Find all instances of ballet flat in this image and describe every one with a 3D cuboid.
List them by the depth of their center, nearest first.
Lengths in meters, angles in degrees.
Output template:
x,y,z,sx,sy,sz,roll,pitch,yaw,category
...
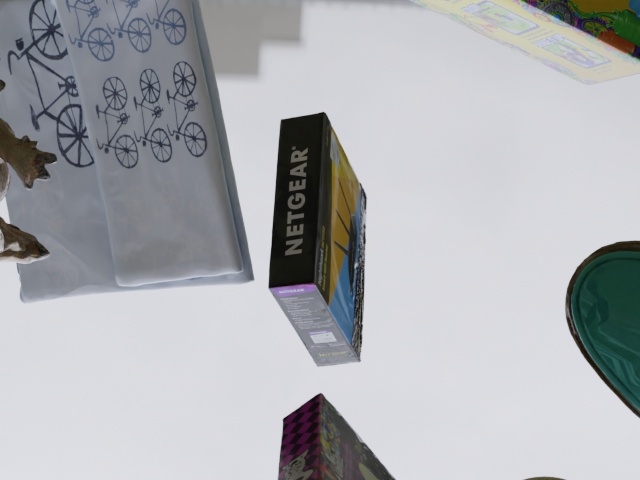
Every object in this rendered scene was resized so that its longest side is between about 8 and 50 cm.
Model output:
x,y,z,sx,sy,sz,roll,pitch,yaw,category
0.310,0.102,1.170,0.342,0.116,0.124,26,-169,24,ballet flat

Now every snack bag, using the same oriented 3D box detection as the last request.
x,y,z,sx,sy,sz,roll,pitch,yaw,category
-0.217,-0.104,1.872,0.342,0.323,0.037,-6,-172,43,snack bag

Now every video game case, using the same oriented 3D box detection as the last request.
x,y,z,sx,sy,sz,roll,pitch,yaw,category
0.047,0.226,1.268,0.042,0.210,0.232,-35,-166,11,video game case

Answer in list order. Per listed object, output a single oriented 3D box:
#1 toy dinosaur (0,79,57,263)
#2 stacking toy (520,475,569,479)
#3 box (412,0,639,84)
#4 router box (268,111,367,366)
x,y,z,sx,sy,sz,roll,pitch,yaw,category
-0.271,-0.055,1.221,0.127,0.296,0.200,-42,-148,-21,toy dinosaur
0.218,0.376,1.961,0.141,0.141,0.330,7,-154,8,stacking toy
0.191,-0.323,1.646,0.279,0.290,0.177,24,175,-10,box
0.000,0.000,1.687,0.046,0.133,0.179,-8,-125,16,router box
